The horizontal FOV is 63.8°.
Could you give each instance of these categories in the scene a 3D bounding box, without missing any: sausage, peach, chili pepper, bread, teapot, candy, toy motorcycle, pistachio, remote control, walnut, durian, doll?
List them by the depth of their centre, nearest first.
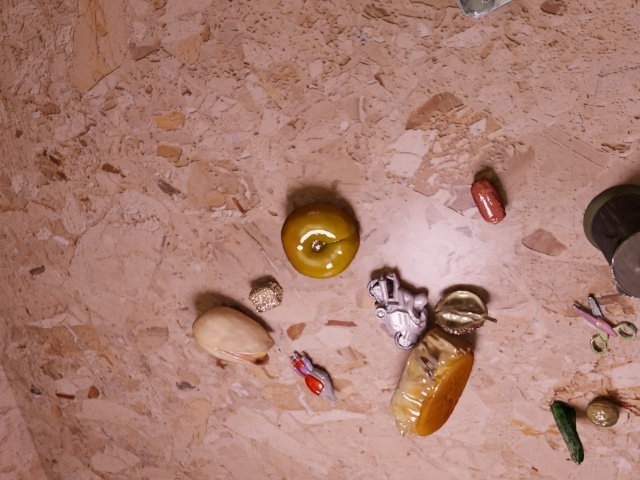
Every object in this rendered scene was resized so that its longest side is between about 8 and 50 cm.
[{"bbox_3d":[0.791,-0.017,1.233,0.200,0.337,0.270,36,117,1],"label":"teapot"},{"bbox_3d":[0.455,-0.634,1.248,0.247,0.052,0.104,-21,102,25],"label":"remote control"},{"bbox_3d":[0.472,-0.110,1.448,0.076,0.076,0.141,-24,101,25],"label":"sausage"},{"bbox_3d":[0.754,0.591,1.559,0.088,0.227,0.059,26,117,2],"label":"chili pepper"},{"bbox_3d":[0.445,0.233,1.576,0.188,0.148,0.091,6,149,28],"label":"durian"},{"bbox_3d":[0.867,0.532,1.581,0.092,0.092,0.092,7,114,16],"label":"walnut"},{"bbox_3d":[0.000,0.000,1.617,0.251,0.153,0.251,0,110,1],"label":"peach"},{"bbox_3d":[0.361,0.454,1.645,0.183,0.236,0.389,30,129,24],"label":"bread"},{"bbox_3d":[0.265,0.216,1.645,0.170,0.110,0.260,-28,94,10],"label":"toy motorcycle"},{"bbox_3d":[-0.190,0.197,1.794,0.110,0.085,0.095,-28,111,22],"label":"candy"},{"bbox_3d":[-0.314,0.350,1.840,0.299,0.187,0.188,23,117,4],"label":"pistachio"},{"bbox_3d":[-0.021,0.505,1.867,0.227,0.075,0.102,41,133,10],"label":"doll"}]

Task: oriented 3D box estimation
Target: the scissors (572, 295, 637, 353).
[{"bbox_3d":[0.820,0.242,1.508,0.133,0.020,0.187,-39,98,24],"label":"scissors"}]
